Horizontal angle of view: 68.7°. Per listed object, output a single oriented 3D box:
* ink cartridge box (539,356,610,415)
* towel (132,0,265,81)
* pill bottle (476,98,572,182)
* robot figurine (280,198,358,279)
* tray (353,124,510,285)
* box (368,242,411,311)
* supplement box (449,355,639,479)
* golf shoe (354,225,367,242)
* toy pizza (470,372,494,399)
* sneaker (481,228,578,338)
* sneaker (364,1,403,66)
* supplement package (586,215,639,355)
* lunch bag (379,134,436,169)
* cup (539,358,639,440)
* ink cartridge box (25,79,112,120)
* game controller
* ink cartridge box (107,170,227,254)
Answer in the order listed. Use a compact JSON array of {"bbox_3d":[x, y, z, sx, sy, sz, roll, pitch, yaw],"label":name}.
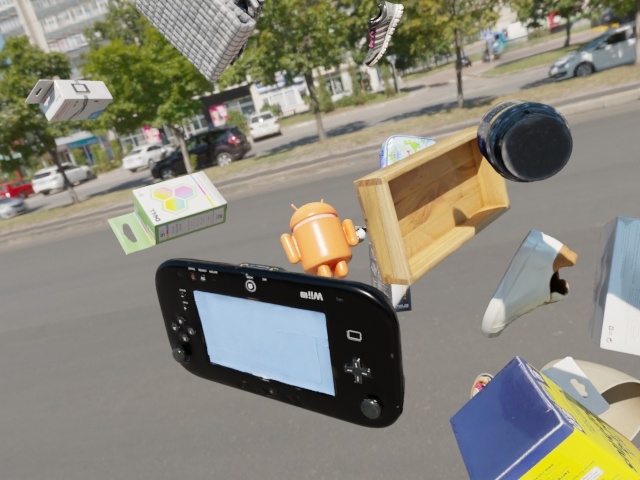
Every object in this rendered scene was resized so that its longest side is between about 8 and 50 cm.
[{"bbox_3d":[0.601,0.503,1.268,0.354,0.207,0.119,-39,3,11],"label":"ink cartridge box"},{"bbox_3d":[-0.256,-0.513,0.979,0.121,0.284,0.235,-53,13,-29],"label":"towel"},{"bbox_3d":[0.324,-0.161,0.752,0.123,0.122,0.219,-11,15,16],"label":"pill bottle"},{"bbox_3d":[0.002,0.000,1.153,0.158,0.219,0.128,-26,-19,21],"label":"robot figurine"},{"bbox_3d":[0.247,-0.090,0.956,0.411,0.202,0.076,-28,18,-38],"label":"tray"},{"bbox_3d":[0.203,0.100,1.390,0.056,0.182,0.231,-4,3,-9],"label":"box"},{"bbox_3d":[0.447,0.415,0.843,0.195,0.357,0.194,-51,11,15],"label":"supplement box"},{"bbox_3d":[0.099,-0.014,1.582,0.094,0.077,0.198,-19,8,25],"label":"golf shoe"},{"bbox_3d":[0.407,0.427,1.139,0.032,0.201,0.201,-1,14,-9],"label":"toy pizza"},{"bbox_3d":[0.428,0.122,0.972,0.123,0.289,0.106,30,44,22],"label":"sneaker"},{"bbox_3d":[0.148,-0.548,1.236,0.075,0.170,0.063,18,29,-16],"label":"sneaker"},{"bbox_3d":[0.527,0.077,0.689,0.203,0.193,0.149,8,-1,23],"label":"supplement package"},{"bbox_3d":[0.261,-0.203,1.412,0.176,0.218,0.090,2,-4,-9],"label":"lunch bag"},{"bbox_3d":[0.854,0.529,1.547,0.332,0.330,0.237,-19,26,-12],"label":"cup"},{"bbox_3d":[-0.668,-0.372,1.250,0.104,0.060,0.180,-31,-1,34],"label":"ink cartridge box"},{"bbox_3d":[-0.059,0.105,0.526,0.320,0.166,0.067,5,32,29],"label":"game controller"},{"bbox_3d":[-0.306,-0.060,0.940,0.209,0.062,0.109,-22,56,-30],"label":"ink cartridge box"}]
